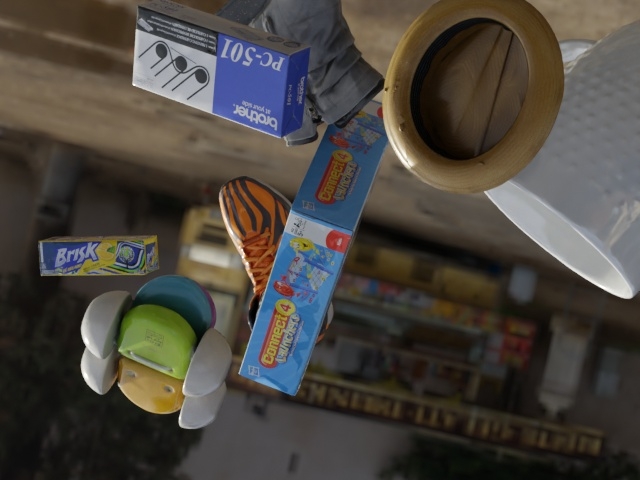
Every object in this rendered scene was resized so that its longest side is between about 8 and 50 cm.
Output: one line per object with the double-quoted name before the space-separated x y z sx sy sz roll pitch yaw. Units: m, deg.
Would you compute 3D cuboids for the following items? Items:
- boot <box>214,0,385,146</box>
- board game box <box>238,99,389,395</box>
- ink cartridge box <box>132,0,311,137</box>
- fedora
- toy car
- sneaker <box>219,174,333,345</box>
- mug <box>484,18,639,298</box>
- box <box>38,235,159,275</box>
"boot" 0.019 -0.278 1.983 0.222 0.118 0.338 51 136 -4
"board game box" 0.000 0.000 2.121 0.086 0.302 0.308 20 -143 2
"ink cartridge box" -0.111 -0.191 1.693 0.207 0.097 0.046 22 -150 26
"fedora" 0.153 -0.138 1.456 0.194 0.194 0.079 12 -175 29
"toy car" -0.165 0.106 1.658 0.159 0.136 0.182 22 147 6
"sneaker" -0.082 0.047 2.606 0.125 0.321 0.180 -28 -170 19
"mug" 0.388 -0.153 2.121 0.374 0.328 0.276 36 174 43
"box" -0.330 0.022 2.289 0.169 0.054 0.059 -1 -174 14
